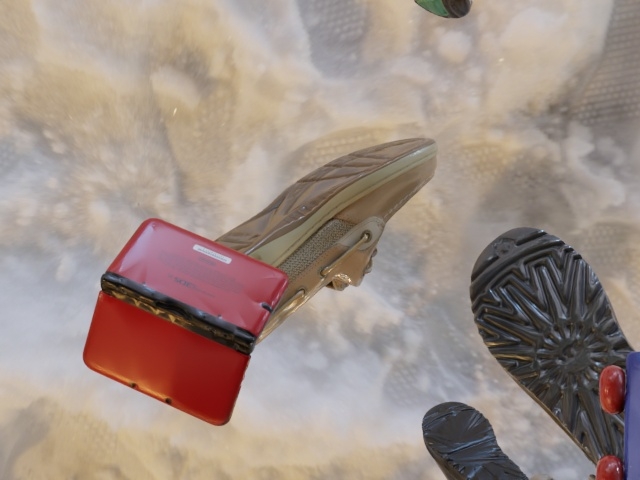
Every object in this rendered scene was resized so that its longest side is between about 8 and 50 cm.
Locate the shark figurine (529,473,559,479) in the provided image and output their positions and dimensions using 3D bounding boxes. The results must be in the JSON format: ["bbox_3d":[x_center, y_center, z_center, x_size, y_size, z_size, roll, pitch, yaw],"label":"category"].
[{"bbox_3d":[0.238,0.378,1.180,0.116,0.166,0.278,-15,98,-3],"label":"shark figurine"}]

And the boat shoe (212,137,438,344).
[{"bbox_3d":[0.000,0.000,1.129,0.341,0.121,0.110,-34,109,-22],"label":"boat shoe"}]

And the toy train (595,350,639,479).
[{"bbox_3d":[0.287,0.229,0.876,0.105,0.143,0.248,-1,51,19],"label":"toy train"}]

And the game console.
[{"bbox_3d":[-0.116,0.068,0.916,0.144,0.085,0.124,23,50,9],"label":"game console"}]

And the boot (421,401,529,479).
[{"bbox_3d":[0.108,0.175,0.691,0.045,0.121,0.099,-21,121,-13],"label":"boot"}]

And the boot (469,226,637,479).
[{"bbox_3d":[0.358,0.223,1.293,0.146,0.367,0.445,-33,141,8],"label":"boot"}]

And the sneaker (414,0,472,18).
[{"bbox_3d":[0.110,-0.339,1.136,0.223,0.083,0.098,42,66,-39],"label":"sneaker"}]
